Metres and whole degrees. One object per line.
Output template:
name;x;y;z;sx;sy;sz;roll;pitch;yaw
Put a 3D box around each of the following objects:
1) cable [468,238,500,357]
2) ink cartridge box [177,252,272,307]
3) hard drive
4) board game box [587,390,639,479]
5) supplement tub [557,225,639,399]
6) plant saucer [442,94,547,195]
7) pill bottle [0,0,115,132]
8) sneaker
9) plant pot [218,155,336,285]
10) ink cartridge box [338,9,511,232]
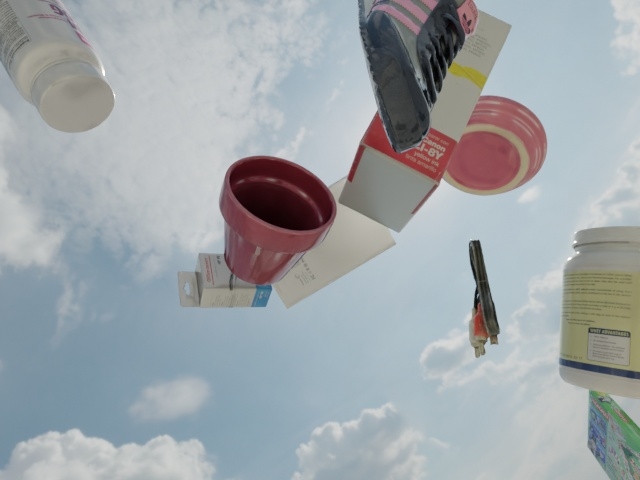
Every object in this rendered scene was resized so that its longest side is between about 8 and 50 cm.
cable;0.369;0.127;1.084;0.072;0.288;0.139;-11;-21;14
ink cartridge box;-0.202;0.083;0.961;0.179;0.104;0.060;3;-49;-25
hard drive;0.000;0.000;1.141;0.318;0.040;0.210;-31;-81;1
board game box;0.865;0.603;1.323;0.046;0.317;0.214;-3;-78;8
supplement tub;0.631;0.149;0.951;0.235;0.235;0.326;15;-101;-44
plant saucer;0.466;-0.248;1.313;0.332;0.331;0.084;73;-146;-44
pill bottle;-0.525;-0.354;0.887;0.160;0.283;0.160;-33;-18;-13
sneaker;0.113;-0.223;0.502;0.130;0.319;0.112;-10;-42;15
plant pot;-0.093;-0.023;0.833;0.201;0.201;0.180;-9;-39;-34
ink cartridge box;0.204;-0.247;0.941;0.385;0.160;0.279;-62;-4;-17
